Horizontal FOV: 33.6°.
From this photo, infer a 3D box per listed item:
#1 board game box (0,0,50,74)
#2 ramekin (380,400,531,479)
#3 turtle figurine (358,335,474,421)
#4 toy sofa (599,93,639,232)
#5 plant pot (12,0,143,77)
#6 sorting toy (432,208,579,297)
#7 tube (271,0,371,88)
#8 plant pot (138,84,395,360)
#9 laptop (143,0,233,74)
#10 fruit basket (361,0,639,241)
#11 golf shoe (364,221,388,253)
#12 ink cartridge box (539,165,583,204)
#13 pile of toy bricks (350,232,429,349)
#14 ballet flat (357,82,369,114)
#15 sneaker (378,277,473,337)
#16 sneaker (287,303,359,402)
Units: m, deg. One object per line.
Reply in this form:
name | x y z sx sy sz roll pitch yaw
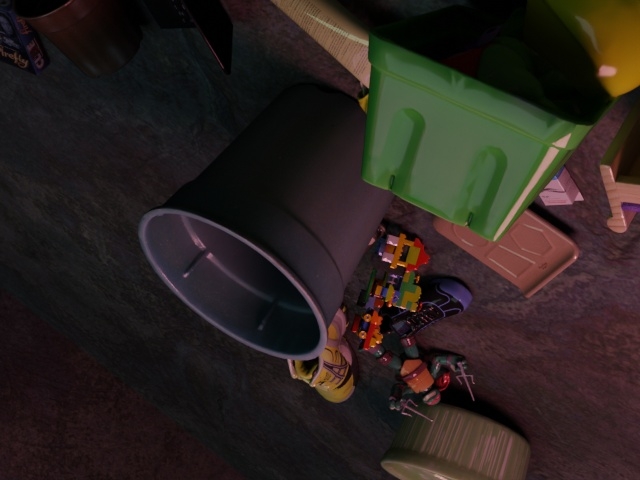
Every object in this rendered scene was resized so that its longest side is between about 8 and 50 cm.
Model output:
board game box | -0.653 -0.426 2.053 0.243 0.042 0.165 22 149 23
ramekin | 0.291 0.452 2.211 0.303 0.148 0.303 20 161 7
turtle figurine | 0.188 0.264 2.106 0.234 0.175 0.118 51 167 -13
toy sofa | 0.527 -0.055 1.230 0.363 0.150 0.177 11 143 37
plant pot | -0.390 -0.368 1.748 0.167 0.167 0.165 12 152 37
sorting toy | 0.291 -0.013 1.679 0.208 0.038 0.193 39 152 3
tube | 0.000 -0.311 1.464 0.240 0.062 0.070 43 -171 7
plant pot | -0.054 -0.047 1.677 0.341 0.334 0.341 26 152 16
laptop | -0.245 -0.376 1.587 0.264 0.136 0.234 9 142 40
fruit basket | 0.239 -0.214 1.168 0.283 0.392 0.392 27 151 14
golf shoe | 0.000 0.000 1.924 0.105 0.120 0.273 44 152 -19
ink cartridge box | 0.339 -0.078 1.527 0.048 0.028 0.083 -1 136 48
pile of toy bricks | 0.135 0.095 1.889 0.105 0.212 0.118 16 -178 -8
ballet flat | 0.102 -0.240 1.494 0.077 0.077 0.231 47 155 7
sneaker | 0.186 0.134 1.955 0.081 0.090 0.232 44 151 -16
sneaker | -0.014 0.258 2.307 0.145 0.147 0.384 19 149 25
